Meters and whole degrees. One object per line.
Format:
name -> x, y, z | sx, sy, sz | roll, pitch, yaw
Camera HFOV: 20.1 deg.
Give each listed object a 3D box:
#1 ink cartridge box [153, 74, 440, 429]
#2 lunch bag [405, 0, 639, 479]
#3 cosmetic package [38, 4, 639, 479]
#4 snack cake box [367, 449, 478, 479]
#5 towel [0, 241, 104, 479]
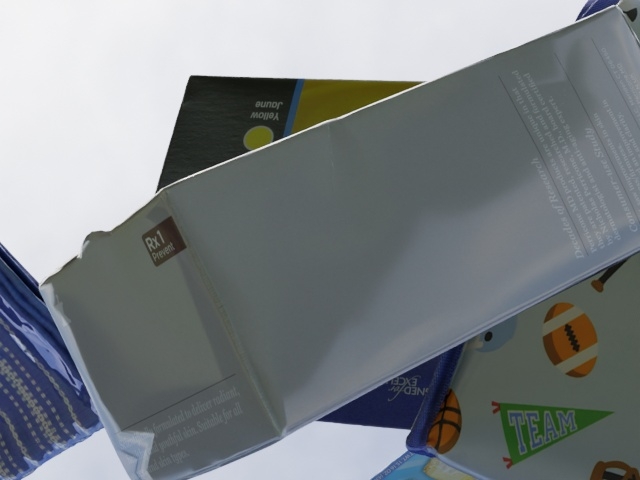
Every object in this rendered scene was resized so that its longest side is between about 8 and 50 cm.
ink cartridge box -> 0.000, 0.000, 1.520 | 0.304, 0.072, 0.307 | 3, -123, 14
lunch bag -> 0.284, 0.028, 1.259 | 0.328, 0.239, 0.385 | 20, -92, 27
cosmetic package -> 0.025, 0.002, 0.710 | 0.107, 0.238, 0.127 | 62, -32, 2
snack cake box -> 0.129, 0.231, 1.502 | 0.264, 0.089, 0.152 | -36, -149, -9
towel -> -0.317, 0.106, 1.399 | 0.336, 0.243, 0.040 | -34, -168, 38
